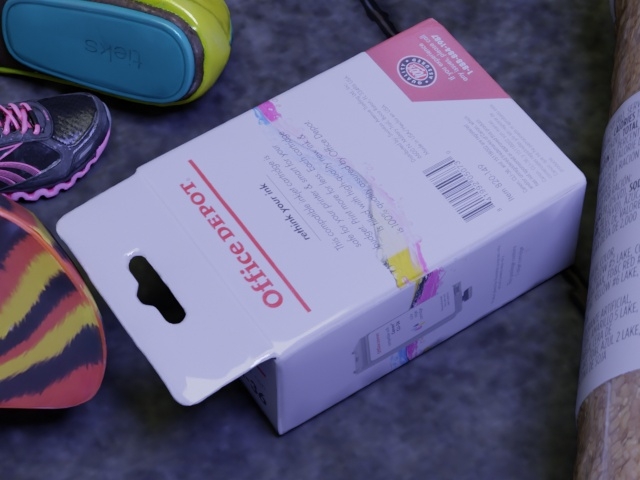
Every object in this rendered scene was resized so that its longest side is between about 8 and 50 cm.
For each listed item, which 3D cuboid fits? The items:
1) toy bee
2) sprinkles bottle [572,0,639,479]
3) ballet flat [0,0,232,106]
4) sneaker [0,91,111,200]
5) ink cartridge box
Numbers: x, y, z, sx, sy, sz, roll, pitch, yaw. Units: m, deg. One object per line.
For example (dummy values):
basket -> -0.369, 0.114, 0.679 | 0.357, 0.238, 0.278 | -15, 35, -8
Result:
toy bee -> -0.236, 0.009, 0.690 | 0.298, 0.162, 0.195 | -13, 15, -32
sprinkles bottle -> 0.168, 0.001, 0.722 | 0.121, 0.121, 0.355 | 7, 57, 7
ballet flat -> -0.150, -0.120, 0.857 | 0.231, 0.077, 0.077 | 15, 36, 9
sneaker -> -0.153, -0.045, 0.806 | 0.119, 0.057, 0.047 | -21, 55, -13
ink cartridge box -> 0.000, 0.000, 0.763 | 0.198, 0.067, 0.115 | -28, 59, -18
